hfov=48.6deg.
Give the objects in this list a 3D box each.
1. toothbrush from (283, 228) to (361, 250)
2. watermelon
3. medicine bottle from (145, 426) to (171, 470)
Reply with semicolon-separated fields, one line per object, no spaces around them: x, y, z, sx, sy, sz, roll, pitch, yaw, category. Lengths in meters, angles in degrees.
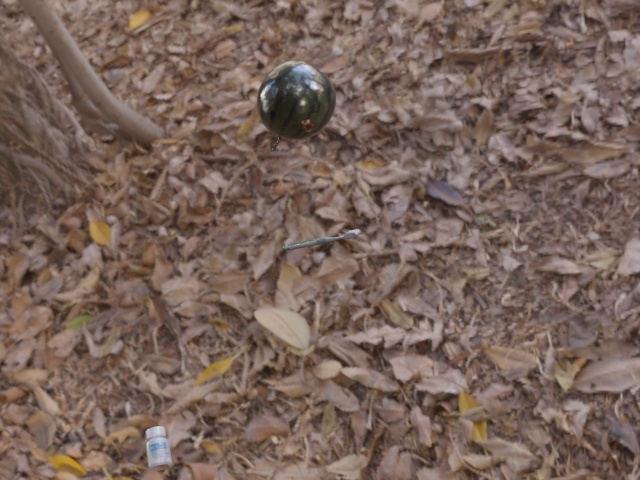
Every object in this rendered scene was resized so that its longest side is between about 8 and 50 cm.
0.000;0.000;1.101;0.167;0.011;0.014;-12;21;46;toothbrush
-0.038;-0.178;0.959;0.133;0.105;0.105;-59;38;26;watermelon
-0.367;0.469;1.598;0.052;0.052;0.089;-21;58;5;medicine bottle
